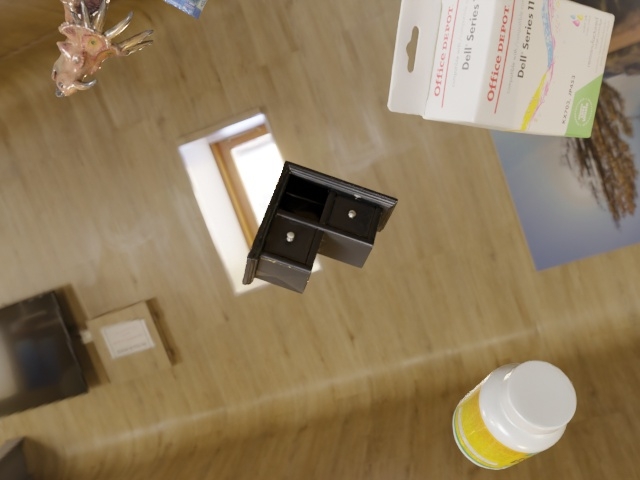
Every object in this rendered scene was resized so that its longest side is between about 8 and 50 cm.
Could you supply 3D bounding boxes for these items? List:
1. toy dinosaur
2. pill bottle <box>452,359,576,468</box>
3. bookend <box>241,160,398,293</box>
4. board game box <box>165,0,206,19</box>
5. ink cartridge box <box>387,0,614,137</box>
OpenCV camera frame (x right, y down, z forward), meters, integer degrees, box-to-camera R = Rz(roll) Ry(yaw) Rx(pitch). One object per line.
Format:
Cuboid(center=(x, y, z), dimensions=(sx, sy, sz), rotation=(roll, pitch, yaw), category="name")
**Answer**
Cuboid(center=(-0.281, -0.343, 0.800), dimensions=(0.127, 0.200, 0.295), rotation=(-11, 144, -30), category="toy dinosaur")
Cuboid(center=(0.262, 0.236, 0.870), dimensions=(0.118, 0.117, 0.208), rotation=(-22, 156, -17), category="pill bottle")
Cuboid(center=(0.000, 0.000, 0.813), dimensions=(0.072, 0.156, 0.157), rotation=(111, -1, -58), category="bookend")
Cuboid(center=(-0.213, -0.414, 1.014), dimensions=(0.090, 0.090, 0.020), rotation=(-61, 165, 8), category="board game box")
Cuboid(center=(0.285, -0.276, 0.991), dimensions=(0.353, 0.207, 0.119), rotation=(-1, -166, -33), category="ink cartridge box")
